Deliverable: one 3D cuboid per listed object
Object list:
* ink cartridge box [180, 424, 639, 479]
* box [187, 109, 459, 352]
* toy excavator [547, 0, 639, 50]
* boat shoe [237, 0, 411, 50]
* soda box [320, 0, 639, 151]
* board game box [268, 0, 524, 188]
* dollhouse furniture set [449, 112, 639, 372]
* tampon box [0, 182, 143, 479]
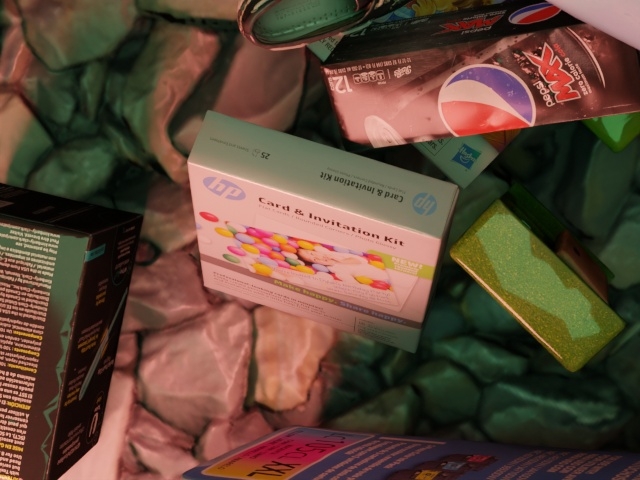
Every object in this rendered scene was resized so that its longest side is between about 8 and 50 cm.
[{"bbox_3d":[0.128,0.258,0.884,0.395,0.151,0.270,1,100,32],"label":"ink cartridge box"},{"bbox_3d":[0.000,0.000,0.928,0.145,0.186,0.038,18,67,6],"label":"box"},{"bbox_3d":[0.207,-0.120,0.627,0.222,0.433,0.445,20,77,-28],"label":"toy excavator"},{"bbox_3d":[0.015,-0.135,0.856,0.125,0.038,0.046,-16,115,-1],"label":"boat shoe"},{"bbox_3d":[0.090,-0.092,0.838,0.169,0.060,0.053,-7,116,23],"label":"soda box"},{"bbox_3d":[0.037,-0.229,0.886,0.347,0.078,0.233,41,101,-20],"label":"board game box"},{"bbox_3d":[0.253,0.033,0.906,0.301,0.151,0.197,44,101,2],"label":"dollhouse furniture set"},{"bbox_3d":[-0.188,0.056,0.991,0.101,0.120,0.161,13,98,6],"label":"tampon box"}]
